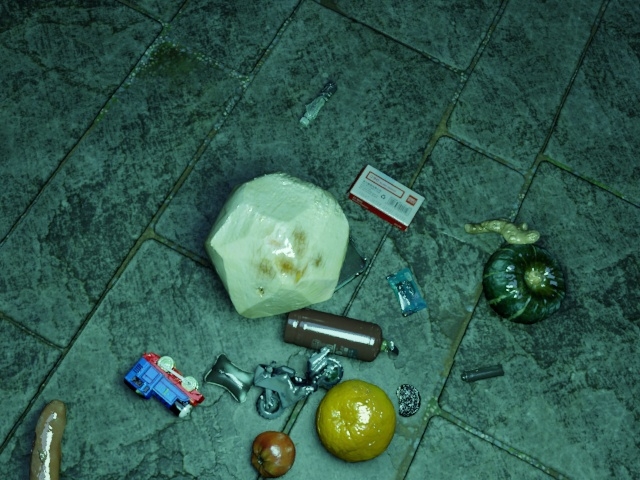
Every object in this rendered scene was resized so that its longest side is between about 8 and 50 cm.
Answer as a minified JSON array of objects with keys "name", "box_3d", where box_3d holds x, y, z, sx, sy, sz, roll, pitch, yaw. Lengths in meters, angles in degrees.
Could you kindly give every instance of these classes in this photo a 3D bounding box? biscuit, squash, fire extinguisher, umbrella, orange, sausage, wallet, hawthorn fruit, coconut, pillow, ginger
[{"name":"biscuit","box_3d":[0.250,0.464,1.837,0.087,0.027,0.089,44,72,9]},{"name":"squash","box_3d":[0.618,0.130,1.924,0.252,0.165,0.252,3,71,-8]},{"name":"fire extinguisher","box_3d":[0.068,0.279,1.836,0.337,0.135,0.114,13,73,4]},{"name":"umbrella","box_3d":[0.482,0.394,1.887,0.133,0.031,0.036,-8,45,-9]},{"name":"orange","box_3d":[0.097,0.487,1.721,0.219,0.193,0.219,2,93,31]},{"name":"umbrella","box_3d":[-0.011,-0.460,2.133,0.050,0.046,0.188,37,75,-1]},{"name":"sausage","box_3d":[-0.715,0.584,1.660,0.087,0.079,0.327,-8,70,3]},{"name":"wallet","box_3d":[0.000,0.000,1.967,0.172,0.045,0.318,-35,78,-14]},{"name":"hawthorn fruit","box_3d":[-0.119,0.572,1.708,0.140,0.125,0.125,-14,72,-9]},{"name":"coconut","box_3d":[-0.123,0.026,1.764,0.415,0.345,0.416,-5,70,15]},{"name":"pillow","box_3d":[-0.252,0.388,1.796,0.135,0.055,0.091,31,38,2]},{"name":"ginger","box_3d":[0.580,-0.036,1.957,0.149,0.258,0.065,-14,104,-33]}]

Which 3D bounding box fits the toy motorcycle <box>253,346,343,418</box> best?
[{"name":"toy motorcycle","box_3d":[-0.076,0.381,1.774,0.270,0.106,0.159,-31,88,3]}]

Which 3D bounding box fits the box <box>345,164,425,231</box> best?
[{"name":"box","box_3d":[0.207,-0.139,2.038,0.229,0.050,0.123,31,68,6]}]

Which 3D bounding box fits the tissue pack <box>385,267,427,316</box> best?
[{"name":"tissue pack","box_3d":[0.264,0.158,1.950,0.085,0.028,0.138,-21,77,-14]}]

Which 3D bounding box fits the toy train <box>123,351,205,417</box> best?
[{"name":"toy train","box_3d":[-0.427,0.403,1.755,0.204,0.083,0.131,37,70,9]}]
